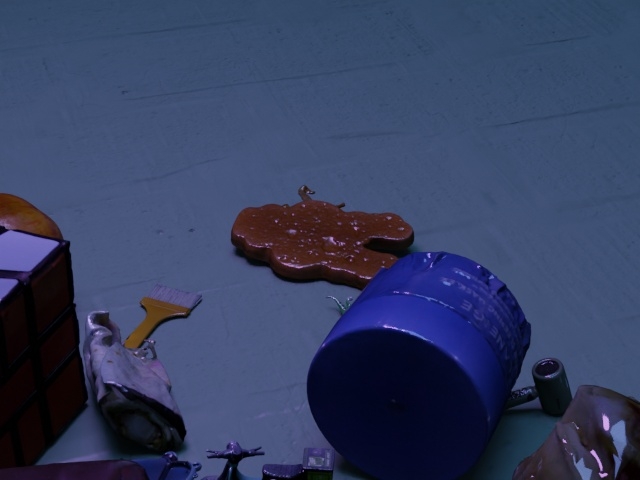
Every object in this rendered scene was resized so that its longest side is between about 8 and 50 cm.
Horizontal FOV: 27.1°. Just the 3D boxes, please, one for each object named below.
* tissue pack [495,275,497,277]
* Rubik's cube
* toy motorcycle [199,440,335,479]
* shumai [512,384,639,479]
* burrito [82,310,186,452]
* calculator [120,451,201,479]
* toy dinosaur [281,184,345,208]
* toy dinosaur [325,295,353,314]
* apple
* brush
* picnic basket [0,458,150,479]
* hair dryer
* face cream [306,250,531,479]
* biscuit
[{"bbox_3d":[0.196,0.124,1.941,0.065,0.115,0.155,20,36,29],"label":"tissue pack"},{"bbox_3d":[-0.502,0.152,1.737,0.288,0.283,0.293,12,32,16],"label":"Rubik's cube"},{"bbox_3d":[-0.070,0.300,1.671,0.173,0.100,0.058,4,32,4],"label":"toy motorcycle"},{"bbox_3d":[0.322,0.319,1.423,0.395,0.348,0.395,-4,31,2],"label":"shumai"},{"bbox_3d":[-0.269,0.193,1.843,0.089,0.144,0.229,-47,29,7],"label":"burrito"},{"bbox_3d":[-0.221,0.306,1.711,0.141,0.019,0.094,-6,29,21],"label":"calculator"},{"bbox_3d":[-0.030,-0.039,2.272,0.162,0.039,0.126,-25,41,-32],"label":"toy dinosaur"},{"bbox_3d":[0.044,0.115,2.043,0.083,0.021,0.062,7,45,9],"label":"toy dinosaur"},{"bbox_3d":[-0.483,0.033,1.992,0.211,0.211,0.188,24,43,33],"label":"apple"},{"bbox_3d":[-0.263,0.130,2.026,0.083,0.011,0.205,14,35,19],"label":"brush"},{"bbox_3d":[-0.318,0.358,1.551,0.297,0.129,0.222,-4,34,-5],"label":"picnic basket"},{"bbox_3d":[0.274,0.221,1.849,0.150,0.071,0.047,-20,29,0],"label":"hair dryer"},{"bbox_3d":[0.133,0.161,1.752,0.249,0.249,0.225,11,33,17],"label":"face cream"},{"bbox_3d":[0.000,0.003,2.189,0.295,0.044,0.186,12,40,13],"label":"biscuit"}]
